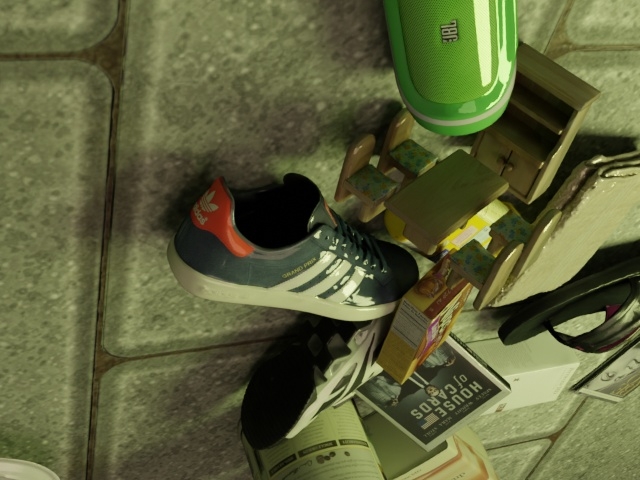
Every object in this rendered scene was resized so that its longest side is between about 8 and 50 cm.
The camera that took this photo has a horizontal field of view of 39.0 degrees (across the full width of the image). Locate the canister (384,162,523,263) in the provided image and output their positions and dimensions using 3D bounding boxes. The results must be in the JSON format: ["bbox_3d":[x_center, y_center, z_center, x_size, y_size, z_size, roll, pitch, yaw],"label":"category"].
[{"bbox_3d":[0.178,-0.021,1.188,0.126,0.073,0.170,-41,138,20],"label":"canister"}]

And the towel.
[{"bbox_3d":[0.353,-0.018,1.270,0.187,0.049,0.282,-11,144,-40],"label":"towel"}]

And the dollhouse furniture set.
[{"bbox_3d":[0.178,-0.088,1.003,0.242,0.212,0.161,-35,154,-36],"label":"dollhouse furniture set"}]

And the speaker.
[{"bbox_3d":[0.121,-0.238,0.861,0.131,0.131,0.297,-22,142,-3],"label":"speaker"}]

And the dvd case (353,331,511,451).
[{"bbox_3d":[0.157,0.215,1.412,0.179,0.030,0.238,-41,114,19],"label":"dvd case"}]

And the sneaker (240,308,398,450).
[{"bbox_3d":[0.015,0.191,1.307,0.146,0.122,0.330,16,124,-43],"label":"sneaker"}]

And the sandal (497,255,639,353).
[{"bbox_3d":[0.505,0.099,1.444,0.445,0.107,0.167,-18,156,-5],"label":"sandal"}]

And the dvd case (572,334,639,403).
[{"bbox_3d":[0.621,0.244,1.777,0.164,0.018,0.221,19,125,-42],"label":"dvd case"}]

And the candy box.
[{"bbox_3d":[0.140,0.103,1.193,0.109,0.053,0.187,-40,161,-29],"label":"candy box"}]

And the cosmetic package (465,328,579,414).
[{"bbox_3d":[0.313,0.229,1.544,0.231,0.085,0.117,-6,138,-20],"label":"cosmetic package"}]

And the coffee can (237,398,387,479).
[{"bbox_3d":[0.003,0.384,1.403,0.201,0.275,0.202,-15,142,-12],"label":"coffee can"}]

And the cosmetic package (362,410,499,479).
[{"bbox_3d":[0.201,0.396,1.642,0.153,0.129,0.296,-32,141,12],"label":"cosmetic package"}]

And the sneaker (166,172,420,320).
[{"bbox_3d":[0.000,0.000,1.076,0.350,0.131,0.148,4,128,-37],"label":"sneaker"}]

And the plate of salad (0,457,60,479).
[{"bbox_3d":[-0.475,0.350,1.297,0.199,0.048,0.200,-7,141,-5],"label":"plate of salad"}]
